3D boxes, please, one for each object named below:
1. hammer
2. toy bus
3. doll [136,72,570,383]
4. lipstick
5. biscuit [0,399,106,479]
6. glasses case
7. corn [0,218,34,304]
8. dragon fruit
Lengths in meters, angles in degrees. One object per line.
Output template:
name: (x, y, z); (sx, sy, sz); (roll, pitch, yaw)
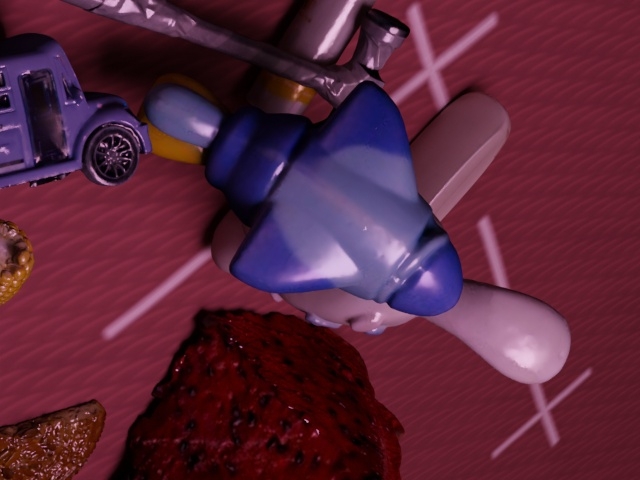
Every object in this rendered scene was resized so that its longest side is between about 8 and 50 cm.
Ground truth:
hammer: (-0.107, -0.192, 1.516); (0.427, 0.044, 0.152); (20, 108, -39)
toy bus: (-0.286, -0.088, 1.400); (0.292, 0.125, 0.133); (-16, 105, -34)
doll: (0.006, -0.005, 1.542); (0.365, 0.376, 0.187); (49, 46, -56)
lipstick: (0.022, -0.230, 1.643); (0.059, 0.059, 0.264); (20, 106, -51)
biscuit: (-0.307, 0.233, 1.748); (0.206, 0.025, 0.126); (-16, 132, -35)
glasses case: (0.121, -0.072, 1.862); (0.204, 0.081, 0.051); (-47, 141, 1)
corn: (-0.317, 0.044, 1.455); (0.080, 0.080, 0.238); (-8, 165, -41)
dragon fruit: (-0.024, 0.273, 1.829); (0.228, 0.329, 0.286); (15, 110, -57)
